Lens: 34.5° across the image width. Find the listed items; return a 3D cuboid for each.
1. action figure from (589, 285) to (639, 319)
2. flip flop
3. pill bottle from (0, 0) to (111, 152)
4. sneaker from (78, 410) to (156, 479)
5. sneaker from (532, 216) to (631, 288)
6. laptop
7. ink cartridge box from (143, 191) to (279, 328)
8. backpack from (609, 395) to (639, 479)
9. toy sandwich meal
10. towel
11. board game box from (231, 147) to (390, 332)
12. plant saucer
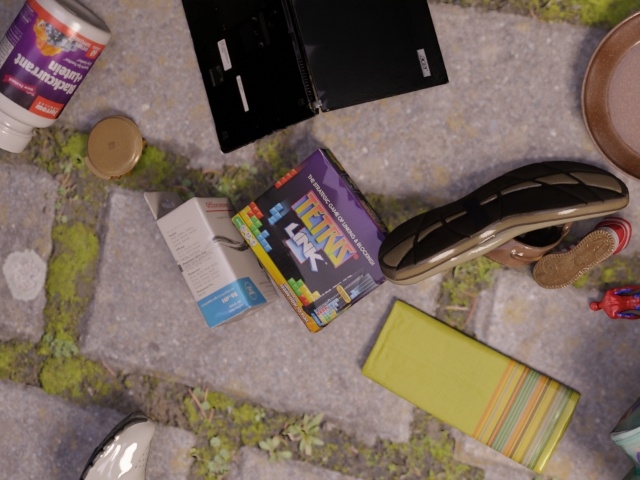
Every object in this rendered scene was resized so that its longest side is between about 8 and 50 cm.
[{"bbox_3d":[0.351,0.067,1.122,0.115,0.030,0.038,-6,85,22],"label":"action figure"},{"bbox_3d":[0.200,-0.007,1.129,0.277,0.112,0.080,-23,120,6],"label":"flip flop"},{"bbox_3d":[-0.355,-0.209,1.283,0.108,0.108,0.193,40,103,12],"label":"pill bottle"},{"bbox_3d":[-0.254,0.354,1.293,0.129,0.111,0.297,20,102,-1],"label":"sneaker"},{"bbox_3d":[0.291,0.013,1.136,0.118,0.067,0.042,-36,83,45],"label":"sneaker"},{"bbox_3d":[-0.018,-0.254,1.229,0.264,0.136,0.234,-17,86,42],"label":"laptop"},{"bbox_3d":[-0.128,0.008,1.225,0.060,0.104,0.180,-29,84,16],"label":"ink cartridge box"},{"bbox_3d":[0.396,0.215,1.015,0.191,0.225,0.253,46,114,14],"label":"backpack"},{"bbox_3d":[-0.258,-0.116,1.300,0.085,0.029,0.085,-1,88,15],"label":"toy sandwich meal"},{"bbox_3d":[0.170,0.166,1.187,0.237,0.021,0.102,28,94,15],"label":"towel"},{"bbox_3d":[0.000,0.000,1.215,0.141,0.048,0.170,-39,81,16],"label":"board game box"},{"bbox_3d":[0.381,-0.154,1.099,0.199,0.036,0.198,1,92,18],"label":"plant saucer"}]
